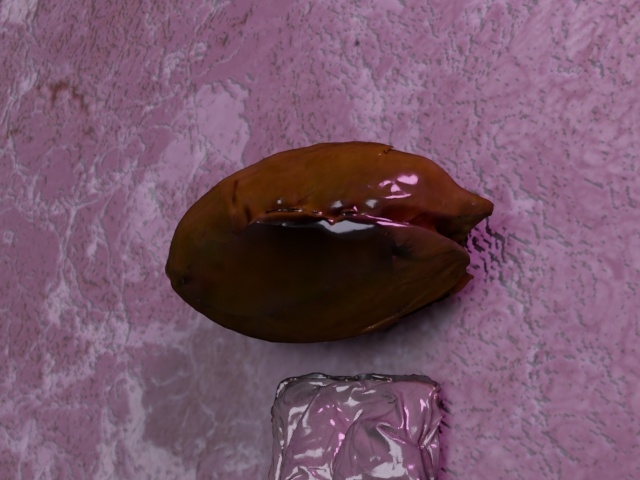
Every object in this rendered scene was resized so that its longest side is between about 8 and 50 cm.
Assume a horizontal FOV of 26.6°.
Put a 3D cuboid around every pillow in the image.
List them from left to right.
[{"bbox_3d":[0.009,0.208,0.889,0.135,0.049,0.248,-2,75,29],"label":"pillow"}]

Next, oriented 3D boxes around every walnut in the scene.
[{"bbox_3d":[0.000,0.000,0.924,0.245,0.137,0.137,-14,65,29],"label":"walnut"}]
